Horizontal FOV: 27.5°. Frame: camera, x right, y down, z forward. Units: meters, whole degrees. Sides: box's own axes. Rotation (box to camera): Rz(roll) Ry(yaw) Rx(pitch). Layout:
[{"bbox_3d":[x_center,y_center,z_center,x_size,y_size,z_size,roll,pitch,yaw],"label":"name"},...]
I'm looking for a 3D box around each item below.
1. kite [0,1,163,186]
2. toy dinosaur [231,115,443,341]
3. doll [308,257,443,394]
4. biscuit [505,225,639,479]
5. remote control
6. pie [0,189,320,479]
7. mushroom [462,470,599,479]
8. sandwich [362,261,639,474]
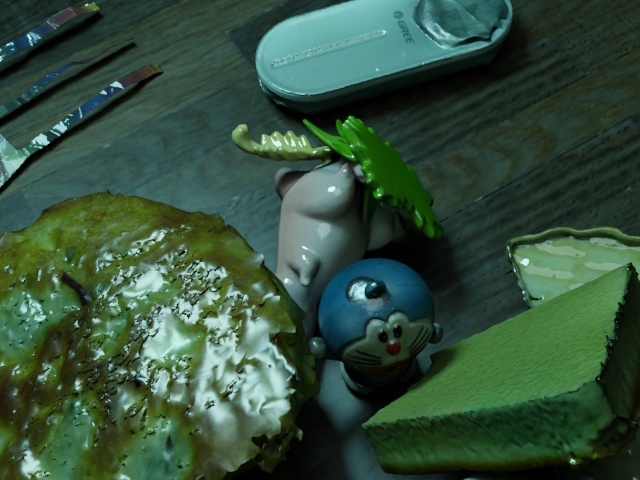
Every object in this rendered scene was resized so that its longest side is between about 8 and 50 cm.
[{"bbox_3d":[-0.331,-0.107,1.243,0.360,0.022,0.204,-39,60,-18],"label":"kite"},{"bbox_3d":[0.003,0.001,1.086,0.177,0.152,0.194,-34,60,19],"label":"toy dinosaur"},{"bbox_3d":[0.043,0.067,0.994,0.114,0.152,0.085,-19,62,-9],"label":"doll"},{"bbox_3d":[0.252,0.101,1.016,0.187,0.036,0.273,-6,55,4],"label":"biscuit"},{"bbox_3d":[0.061,-0.185,1.229,0.247,0.052,0.104,-16,56,-5],"label":"remote control"},{"bbox_3d":[-0.156,0.101,0.989,0.288,0.103,0.354,-47,50,-7],"label":"pie"},{"bbox_3d":[0.208,0.217,0.872,0.278,0.096,0.099,12,66,-3],"label":"mushroom"},{"bbox_3d":[0.123,0.114,0.894,0.212,0.245,0.063,-28,94,23],"label":"sandwich"}]
